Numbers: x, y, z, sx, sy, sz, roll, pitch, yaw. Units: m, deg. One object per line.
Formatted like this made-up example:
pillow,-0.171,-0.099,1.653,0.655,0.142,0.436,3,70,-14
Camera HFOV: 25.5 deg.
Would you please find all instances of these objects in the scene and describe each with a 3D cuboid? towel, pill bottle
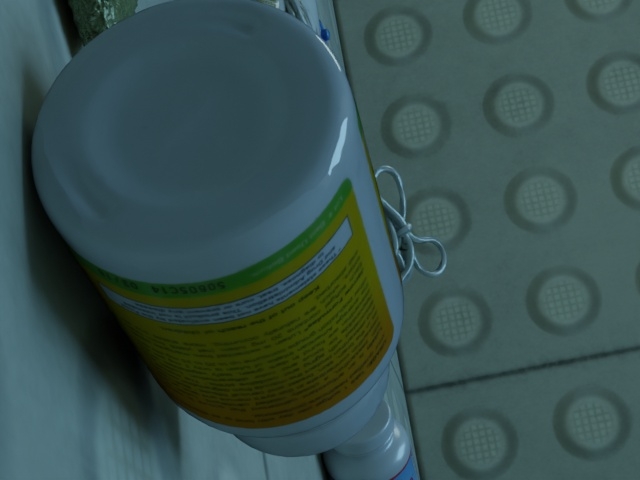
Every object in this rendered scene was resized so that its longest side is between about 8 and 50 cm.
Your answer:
towel,-0.120,-0.163,0.736,0.148,0.027,0.110,-95,173,-60
pill bottle,-0.033,0.012,0.675,0.245,0.136,0.136,71,9,-58
pill bottle,0.051,0.226,1.393,0.087,0.087,0.160,-96,172,-49

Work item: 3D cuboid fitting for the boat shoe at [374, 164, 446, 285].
boat shoe,0.038,0.010,1.334,0.367,0.156,0.135,62,17,-74

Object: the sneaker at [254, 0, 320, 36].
sneaker,-0.047,-0.242,1.259,0.169,0.108,0.292,-95,173,-74

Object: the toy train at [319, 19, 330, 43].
toy train,-0.031,-0.172,1.476,0.105,0.080,0.184,34,47,-70
